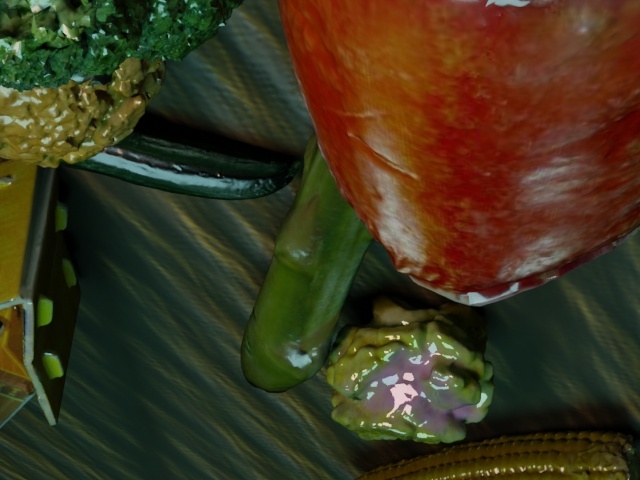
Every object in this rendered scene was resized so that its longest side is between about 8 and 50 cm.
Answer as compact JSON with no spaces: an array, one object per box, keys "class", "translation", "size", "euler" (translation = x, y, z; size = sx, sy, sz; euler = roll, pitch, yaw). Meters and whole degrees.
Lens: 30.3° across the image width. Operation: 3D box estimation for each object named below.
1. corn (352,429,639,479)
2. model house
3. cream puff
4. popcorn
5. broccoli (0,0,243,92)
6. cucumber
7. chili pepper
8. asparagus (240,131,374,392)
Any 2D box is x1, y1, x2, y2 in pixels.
[{"class":"corn","translation":[0.166,0.264,1.177],"size":[0.345,0.131,0.131],"euler":[-20,133,33]},{"class":"model house","translation":[-0.360,0.073,0.945],"size":[0.340,0.300,0.324],"euler":[27,131,-28]},{"class":"cream puff","translation":[-0.197,-0.122,0.770],"size":[0.189,0.129,0.189],"euler":[6,140,5]},{"class":"popcorn","translation":[0.075,0.112,1.009],"size":[0.145,0.126,0.126],"euler":[-31,119,35]},{"class":"broccoli","translation":[-0.133,-0.187,0.564],"size":[0.270,0.270,0.270],"euler":[34,127,-27]},{"class":"cucumber","translation":[-0.157,-0.071,0.887],"size":[0.284,0.056,0.056],"euler":[11,143,0]},{"class":"chili pepper","translation":[0.111,-0.123,0.648],"size":[0.251,0.229,0.305],"euler":[-30,155,-8]},{"class":"asparagus","translation":[0.001,0.001,0.913],"size":[0.082,0.085,0.343],"euler":[46,141,24]}]
